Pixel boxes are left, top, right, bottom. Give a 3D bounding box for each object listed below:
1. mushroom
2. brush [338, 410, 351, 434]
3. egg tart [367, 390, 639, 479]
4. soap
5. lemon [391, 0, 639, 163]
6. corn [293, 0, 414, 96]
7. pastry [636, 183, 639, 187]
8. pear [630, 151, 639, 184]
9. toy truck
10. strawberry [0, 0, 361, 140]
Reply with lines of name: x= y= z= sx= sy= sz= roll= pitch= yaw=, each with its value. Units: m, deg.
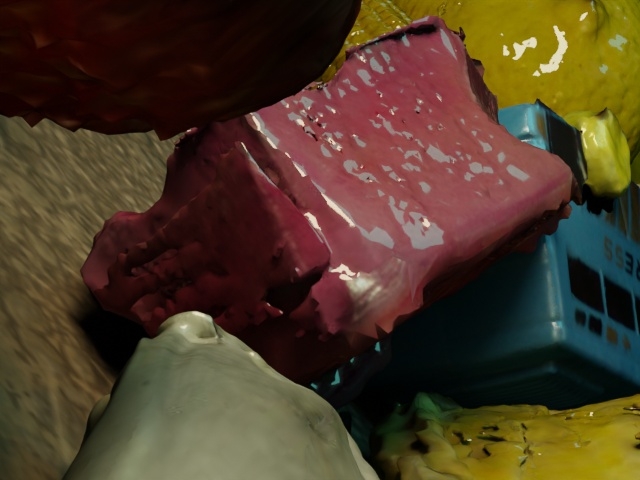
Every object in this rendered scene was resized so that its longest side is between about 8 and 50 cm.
mushroom: x=-0.030 y=0.117 z=0.394 sx=0.109 sy=0.097 sz=0.351 roll=47 pitch=16 yaw=-18
brush: x=0.001 y=0.091 z=0.763 sx=0.008 sy=0.024 sz=0.083 roll=15 pitch=9 yaw=17
egg tart: x=0.159 y=0.173 z=0.778 sx=0.341 sy=0.132 sz=0.341 roll=46 pitch=10 yaw=-11
soap: x=0.009 y=-0.007 z=0.720 sx=0.112 sy=0.182 sz=0.289 roll=51 pitch=6 yaw=7
lemon: x=0.159 y=-0.132 z=1.466 sx=0.267 sy=0.267 sz=0.267 roll=45 pitch=12 yaw=-12
corn: x=0.020 y=-0.142 z=1.347 sx=0.119 sy=0.119 sz=0.322 roll=38 pitch=14 yaw=-39
pastry: x=0.284 y=0.087 z=1.374 sx=0.284 sy=0.184 sz=0.315 roll=35 pitch=18 yaw=-44
pear: x=0.246 y=-0.119 z=1.753 sx=0.321 sy=0.269 sz=0.269 roll=30 pitch=16 yaw=-16
toy truck: x=0.135 y=0.035 z=1.041 sx=0.385 sy=0.161 sz=0.162 roll=26 pitch=55 yaw=-61
strawberry: x=-0.123 y=-0.146 z=0.435 sx=0.351 sy=0.267 sz=0.312 roll=33 pitch=0 yaw=26
